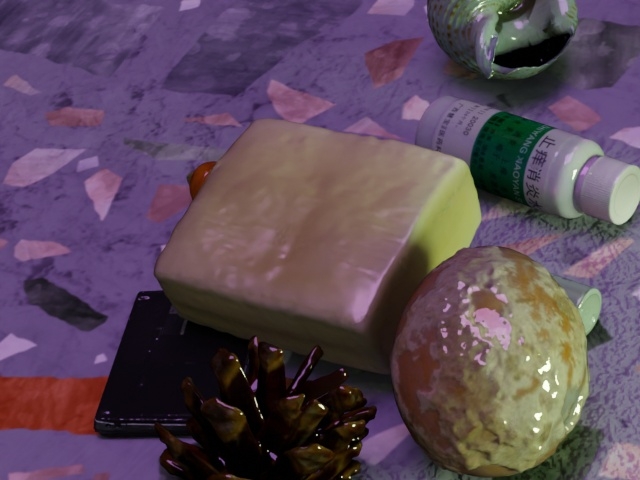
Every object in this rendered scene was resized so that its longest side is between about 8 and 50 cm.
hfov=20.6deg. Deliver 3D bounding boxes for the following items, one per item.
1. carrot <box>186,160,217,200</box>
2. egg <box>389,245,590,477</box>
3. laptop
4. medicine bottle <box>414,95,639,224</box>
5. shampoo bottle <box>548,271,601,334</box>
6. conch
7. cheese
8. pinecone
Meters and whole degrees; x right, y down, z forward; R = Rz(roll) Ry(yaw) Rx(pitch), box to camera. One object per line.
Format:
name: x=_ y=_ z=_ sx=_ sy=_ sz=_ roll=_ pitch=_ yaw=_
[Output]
carrot: x=-0.071 y=-0.022 z=1.997 sx=0.061 sy=0.061 sz=0.257 roll=-33 pitch=47 yaw=-22
egg: x=0.161 y=0.113 z=1.671 sx=0.195 sy=0.195 sz=0.233 roll=-6 pitch=52 yaw=8
laptop: x=-0.145 y=0.125 z=1.864 sx=0.154 sy=0.026 sz=0.207 roll=-2 pitch=41 yaw=14
medicine bottle: x=0.231 y=-0.088 z=1.960 sx=0.260 sy=0.095 sz=0.095 roll=20 pitch=50 yaw=34
shampoo bottle: x=0.197 y=0.047 z=1.840 sx=0.195 sy=0.056 sz=0.056 roll=20 pitch=50 yaw=33
conch: x=0.213 y=-0.264 z=2.147 sx=0.172 sy=0.131 sz=0.200 roll=10 pitch=68 yaw=-12
cheese: x=0.000 y=0.000 z=1.850 sx=0.266 sy=0.124 sz=0.242 roll=13 pitch=59 yaw=29
pinecone: x=-0.054 y=0.191 z=1.635 sx=0.203 sy=0.201 sz=0.229 roll=19 pitch=13 yaw=0
